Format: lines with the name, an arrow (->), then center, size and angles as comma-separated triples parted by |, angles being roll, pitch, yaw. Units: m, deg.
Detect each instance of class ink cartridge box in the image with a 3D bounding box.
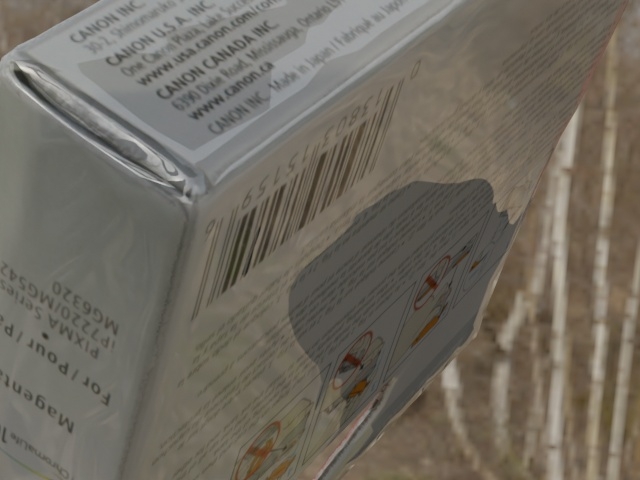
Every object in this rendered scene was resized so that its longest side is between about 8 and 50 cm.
ink cartridge box -> 0.000, 0.000, 0.486 | 0.060, 0.239, 0.275 | 34, 43, 15
